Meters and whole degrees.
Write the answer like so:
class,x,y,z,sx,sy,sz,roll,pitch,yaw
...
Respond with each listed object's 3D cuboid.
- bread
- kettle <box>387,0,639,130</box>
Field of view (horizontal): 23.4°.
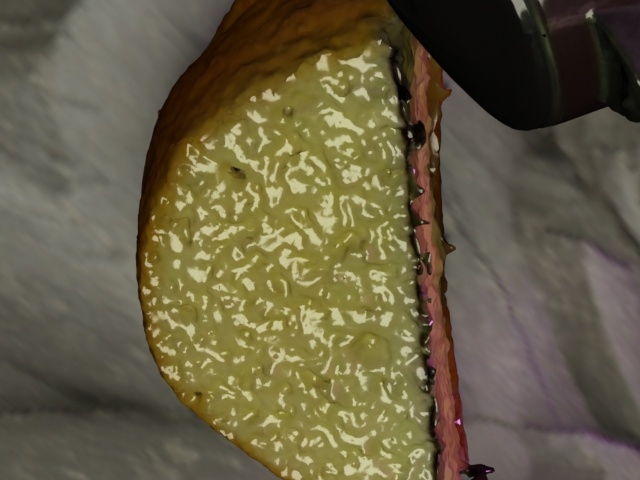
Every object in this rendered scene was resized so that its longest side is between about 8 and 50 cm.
class,x,y,z,sx,sy,sz,roll,pitch,yaw
bread,-0.008,0.005,0.620,0.134,0.129,0.260,-4,115,12
kettle,0.114,-0.150,0.501,0.232,0.202,0.144,-32,150,-9
